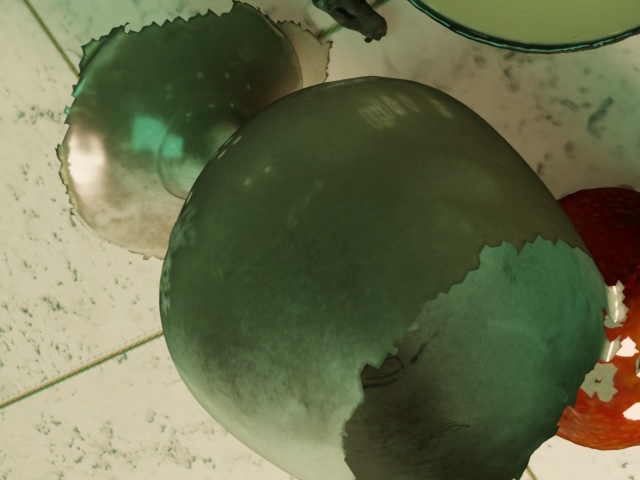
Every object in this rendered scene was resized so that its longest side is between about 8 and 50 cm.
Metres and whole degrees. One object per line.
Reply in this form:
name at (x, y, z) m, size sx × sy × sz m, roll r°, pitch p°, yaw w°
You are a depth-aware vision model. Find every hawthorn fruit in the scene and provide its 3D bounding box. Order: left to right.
hawthorn fruit at (0.178, 0.049, 0.797) m, size 0.173 × 0.173 × 0.179 m, roll 47°, pitch 156°, yaw -5°

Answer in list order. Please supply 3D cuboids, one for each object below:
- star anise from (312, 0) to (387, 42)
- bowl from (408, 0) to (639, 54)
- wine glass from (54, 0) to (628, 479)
star anise at (-0.032, -0.231, 0.782) m, size 0.208 × 0.063 × 0.172 m, roll 24°, pitch 124°, yaw 12°
bowl at (0.132, -0.233, 0.660) m, size 0.237 × 0.126 × 0.238 m, roll 12°, pitch 123°, yaw 20°
wine glass at (0.000, 0.000, 0.713) m, size 0.323 × 0.238 × 0.238 m, roll 44°, pitch 137°, yaw 41°
